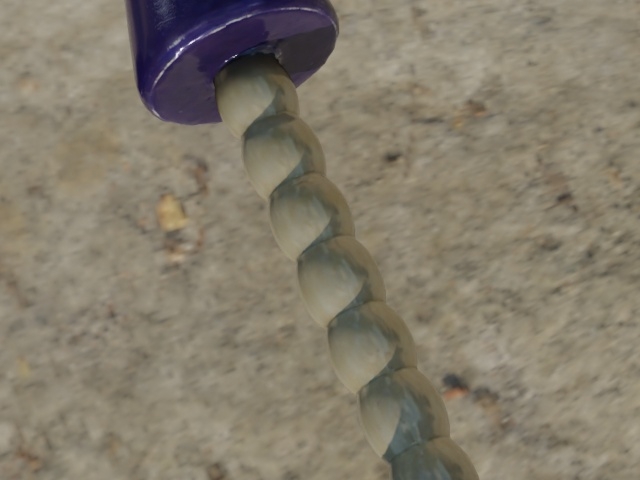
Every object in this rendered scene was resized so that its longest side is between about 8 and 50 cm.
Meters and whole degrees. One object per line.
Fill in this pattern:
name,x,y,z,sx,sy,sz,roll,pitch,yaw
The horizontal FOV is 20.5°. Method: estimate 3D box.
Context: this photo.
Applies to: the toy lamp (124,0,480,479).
toy lamp,0.000,0.000,0.606,0.080,0.080,0.274,-36,67,32
